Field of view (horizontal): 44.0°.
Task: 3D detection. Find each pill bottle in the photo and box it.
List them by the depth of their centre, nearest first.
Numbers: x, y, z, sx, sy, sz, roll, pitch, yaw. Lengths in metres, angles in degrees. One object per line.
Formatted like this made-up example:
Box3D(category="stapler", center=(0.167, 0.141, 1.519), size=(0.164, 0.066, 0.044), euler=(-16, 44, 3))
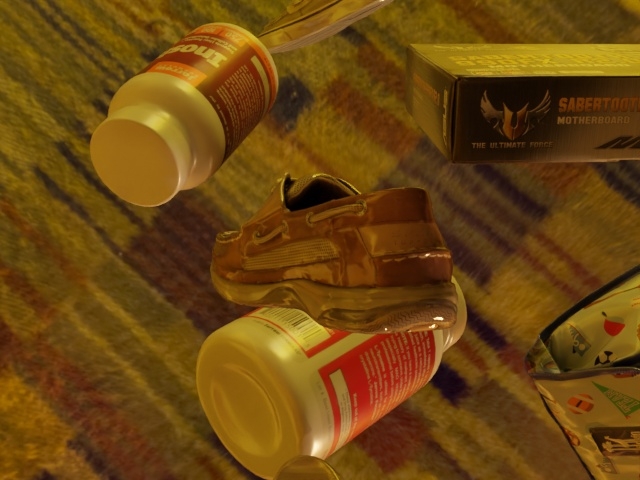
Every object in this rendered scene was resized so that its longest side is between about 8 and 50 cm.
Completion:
Box3D(category="pill bottle", center=(-0.094, -0.090, 0.562), size=(0.086, 0.086, 0.152), euler=(22, 39, 6))
Box3D(category="pill bottle", center=(0.036, 0.164, 1.193), size=(0.408, 0.229, 0.229), euler=(-24, 76, -42))

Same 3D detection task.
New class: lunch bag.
Box3D(category="lunch bag", center=(0.557, 0.220, 1.259), size=(0.386, 0.239, 0.327), euler=(-30, 114, 10))

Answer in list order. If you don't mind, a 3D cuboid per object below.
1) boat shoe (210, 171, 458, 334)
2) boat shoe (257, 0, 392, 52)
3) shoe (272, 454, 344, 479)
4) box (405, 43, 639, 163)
Box3D(category="boat shoe", center=(0.000, 0.000, 0.672), size=(0.123, 0.324, 0.116), euler=(-4, 95, -33))
Box3D(category="boat shoe", center=(0.002, -0.420, 1.420), size=(0.302, 0.109, 0.094), euler=(-16, 94, 36))
Box3D(category="shoe", center=(0.004, 0.207, 0.506), size=(0.077, 0.219, 0.058), euler=(-2, 116, -8))
Box3D(category="box", center=(0.187, -0.103, 0.562), size=(0.231, 0.183, 0.056), euler=(0, 110, -2))
